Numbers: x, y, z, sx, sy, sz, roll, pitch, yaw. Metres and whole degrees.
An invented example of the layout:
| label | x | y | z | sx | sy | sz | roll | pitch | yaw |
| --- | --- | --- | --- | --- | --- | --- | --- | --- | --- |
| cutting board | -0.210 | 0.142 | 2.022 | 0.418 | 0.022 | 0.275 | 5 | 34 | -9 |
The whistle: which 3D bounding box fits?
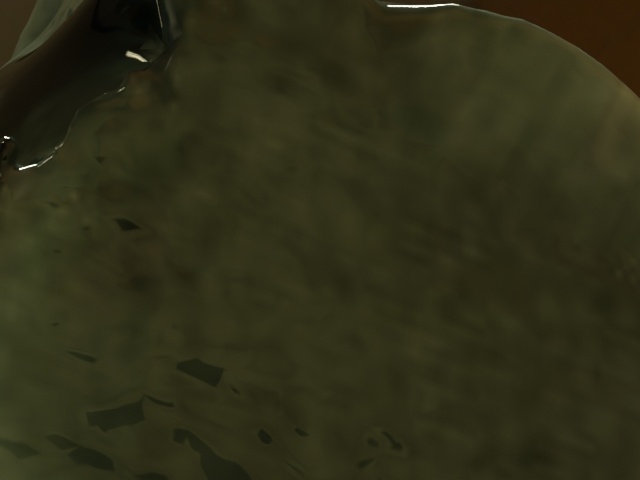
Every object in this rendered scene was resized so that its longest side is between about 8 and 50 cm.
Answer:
| label | x | y | z | sx | sy | sz | roll | pitch | yaw |
| --- | --- | --- | --- | --- | --- | --- | --- | --- | --- |
| whistle | -0.029 | -0.012 | 0.465 | 0.188 | 0.405 | 0.168 | -8 | -12 | -24 |
